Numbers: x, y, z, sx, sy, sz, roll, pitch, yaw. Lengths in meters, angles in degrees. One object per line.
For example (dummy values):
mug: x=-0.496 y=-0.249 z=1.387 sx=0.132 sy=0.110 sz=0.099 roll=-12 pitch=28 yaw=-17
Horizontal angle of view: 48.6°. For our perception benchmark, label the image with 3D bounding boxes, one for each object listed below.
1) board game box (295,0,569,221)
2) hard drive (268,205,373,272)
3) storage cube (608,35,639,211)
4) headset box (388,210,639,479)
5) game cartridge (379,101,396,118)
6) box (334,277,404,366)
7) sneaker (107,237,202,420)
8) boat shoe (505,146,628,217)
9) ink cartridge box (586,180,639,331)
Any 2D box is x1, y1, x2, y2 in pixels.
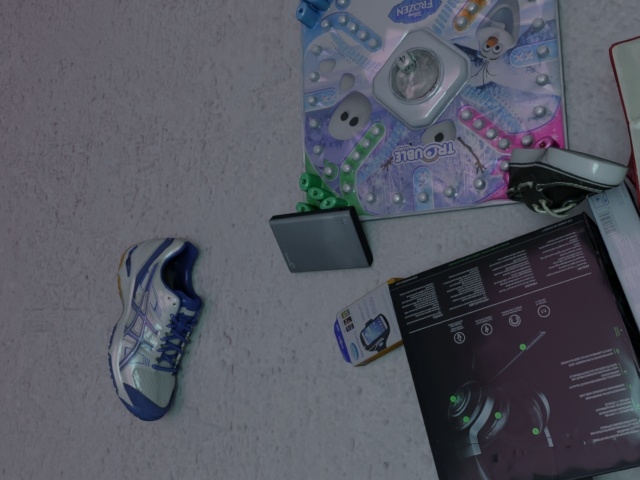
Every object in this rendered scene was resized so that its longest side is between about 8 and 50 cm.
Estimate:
board game box: x=0.133 y=-0.232 z=0.993 sx=0.389 sy=0.050 sz=0.390 roll=-6 pitch=80 yaw=29
hard drive: x=0.000 y=0.000 z=1.026 sx=0.135 sy=0.022 sz=0.094 roll=-6 pitch=120 yaw=31
storage cube: x=0.419 y=-0.110 z=0.726 sx=0.215 sy=0.193 sz=0.184 roll=-11 pitch=73 yaw=28
headset box: x=0.242 y=0.150 z=0.810 sx=0.246 sy=0.131 sz=0.283 roll=-24 pitch=68 yaw=25
game cartridge: x=0.125 y=-0.216 z=1.035 sx=0.083 sy=0.017 sz=0.056 roll=-26 pitch=70 yaw=24
box: x=0.074 y=0.116 z=0.967 sx=0.136 sy=0.028 sz=0.081 roll=-38 pitch=60 yaw=41
sneaker: x=-0.255 y=0.134 z=1.131 sx=0.131 sy=0.112 sz=0.297 roll=-13 pitch=73 yaw=28
boat shoe: x=0.259 y=-0.060 z=0.765 sx=0.077 sy=0.219 sz=0.070 roll=13 pitch=96 yaw=-4
ink cartridge box: x=0.354 y=0.027 z=0.791 sx=0.046 sy=0.097 sz=0.207 roll=-23 pitch=67 yaw=24
